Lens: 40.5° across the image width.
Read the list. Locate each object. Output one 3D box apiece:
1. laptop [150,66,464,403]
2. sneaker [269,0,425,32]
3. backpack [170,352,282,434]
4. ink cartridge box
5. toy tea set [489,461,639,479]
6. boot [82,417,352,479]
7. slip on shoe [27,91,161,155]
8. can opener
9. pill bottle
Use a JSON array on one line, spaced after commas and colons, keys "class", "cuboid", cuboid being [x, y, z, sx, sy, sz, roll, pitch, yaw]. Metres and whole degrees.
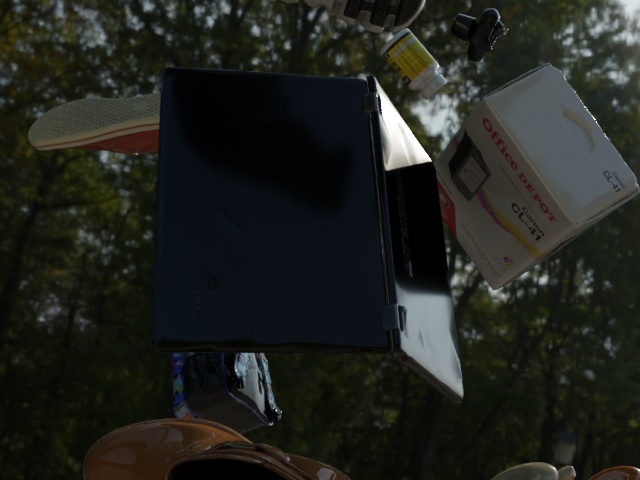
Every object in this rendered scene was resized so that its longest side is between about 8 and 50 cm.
[{"class": "laptop", "cuboid": [0.000, 0.000, 1.134, 0.236, 0.382, 0.408, -14, -28, 21]}, {"class": "sneaker", "cuboid": [-0.021, -0.311, 0.953, 0.292, 0.110, 0.118, 24, 21, 2]}, {"class": "backpack", "cuboid": [-0.145, 0.189, 1.278, 0.117, 0.173, 0.158, -23, -39, 13]}, {"class": "ink cartridge box", "cuboid": [0.295, -0.083, 1.293, 0.131, 0.226, 0.306, -29, -12, -18]}, {"class": "toy tea set", "cuboid": [0.250, 0.287, 0.732, 0.336, 0.200, 0.124, -19, -80, 51]}, {"class": "boot", "cuboid": [-0.103, 0.213, 0.738, 0.283, 0.109, 0.220, 14, -11, 12]}, {"class": "slip on shoe", "cuboid": [-0.364, -0.199, 1.580, 0.331, 0.123, 0.101, -8, -46, -3]}, {"class": "can opener", "cuboid": [0.235, -0.301, 1.270, 0.073, 0.059, 0.186, 37, 8, 9]}, {"class": "pill bottle", "cuboid": [0.162, -0.300, 1.485, 0.116, 0.065, 0.065, 49, -28, 1]}]
